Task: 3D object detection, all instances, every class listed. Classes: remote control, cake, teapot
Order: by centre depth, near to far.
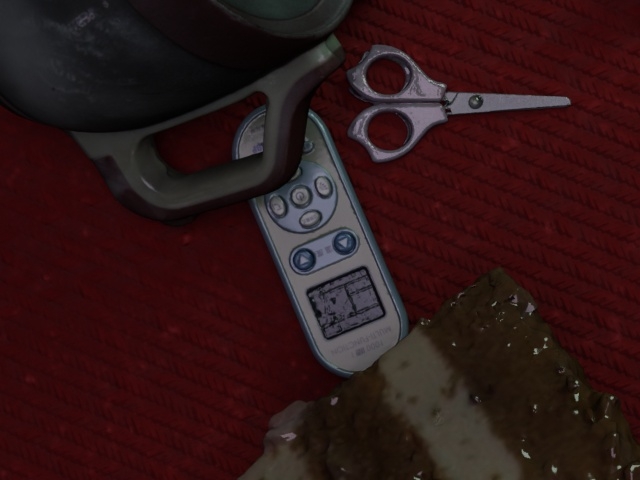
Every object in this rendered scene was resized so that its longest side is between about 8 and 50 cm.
[{"bbox_3d":[0.122,0.231,1.186,0.290,0.282,0.255,-37,45,4],"label":"cake"},{"bbox_3d":[-0.131,-0.164,1.268,0.312,0.233,0.315,-27,103,42],"label":"teapot"},{"bbox_3d":[0.000,0.000,1.346,0.087,0.047,0.244,-22,86,0],"label":"remote control"}]

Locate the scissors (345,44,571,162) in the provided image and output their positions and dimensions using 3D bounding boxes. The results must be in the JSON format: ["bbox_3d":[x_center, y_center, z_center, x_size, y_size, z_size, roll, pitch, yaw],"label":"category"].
[{"bbox_3d":[0.116,-0.116,1.359,0.189,0.015,0.100,-1,89,2],"label":"scissors"}]
